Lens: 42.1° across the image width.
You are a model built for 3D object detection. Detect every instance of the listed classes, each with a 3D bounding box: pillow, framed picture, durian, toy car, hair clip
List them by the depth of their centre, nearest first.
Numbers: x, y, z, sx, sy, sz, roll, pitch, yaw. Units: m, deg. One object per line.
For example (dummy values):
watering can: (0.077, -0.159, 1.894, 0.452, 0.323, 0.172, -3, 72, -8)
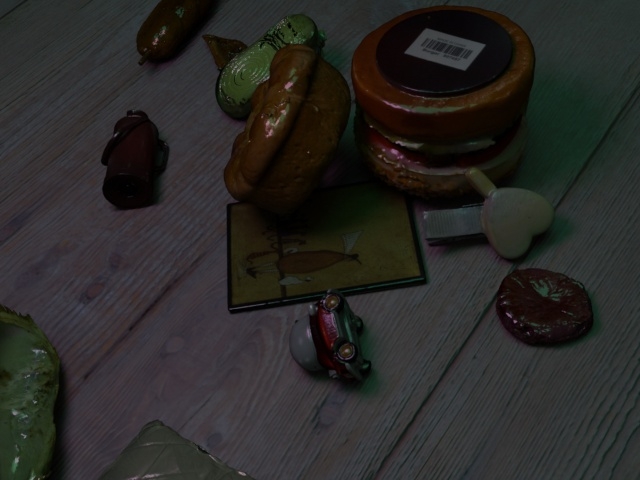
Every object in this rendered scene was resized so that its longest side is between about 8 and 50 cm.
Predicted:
pillow: (-0.214, 0.401, 1.117, 0.280, 0.076, 0.274, 19, 52, 32)
durian: (-0.499, 0.257, 1.228, 0.163, 0.198, 0.394, -42, 42, 20)
toy car: (0.006, 0.157, 1.277, 0.112, 0.112, 0.139, -21, 57, 12)
hair clip: (0.278, -0.045, 1.386, 0.218, 0.159, 0.071, -7, 5, 5)
framed picture: (0.000, 0.000, 1.464, 0.338, 0.014, 0.255, -8, 48, 3)

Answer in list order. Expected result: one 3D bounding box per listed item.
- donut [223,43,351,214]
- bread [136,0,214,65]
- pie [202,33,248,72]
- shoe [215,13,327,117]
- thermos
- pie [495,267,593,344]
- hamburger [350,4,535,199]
donut: (-0.061, -0.193, 1.467, 0.150, 0.299, 0.317, 26, 63, -15)
bread: (-0.338, -0.507, 1.926, 0.124, 0.084, 0.344, -7, 45, 35)
pie: (-0.202, -0.414, 1.852, 0.088, 0.033, 0.191, -14, 42, -11)
shoe: (-0.093, -0.344, 1.711, 0.262, 0.128, 0.140, -45, 41, 9)
thermos: (-0.363, -0.174, 1.636, 0.124, 0.099, 0.232, 19, 43, -22)
pie: (0.348, 0.099, 1.297, 0.153, 0.038, 0.154, -4, 49, 4)
hamburger: (0.213, -0.241, 1.477, 0.329, 0.250, 0.330, -6, 49, 6)
